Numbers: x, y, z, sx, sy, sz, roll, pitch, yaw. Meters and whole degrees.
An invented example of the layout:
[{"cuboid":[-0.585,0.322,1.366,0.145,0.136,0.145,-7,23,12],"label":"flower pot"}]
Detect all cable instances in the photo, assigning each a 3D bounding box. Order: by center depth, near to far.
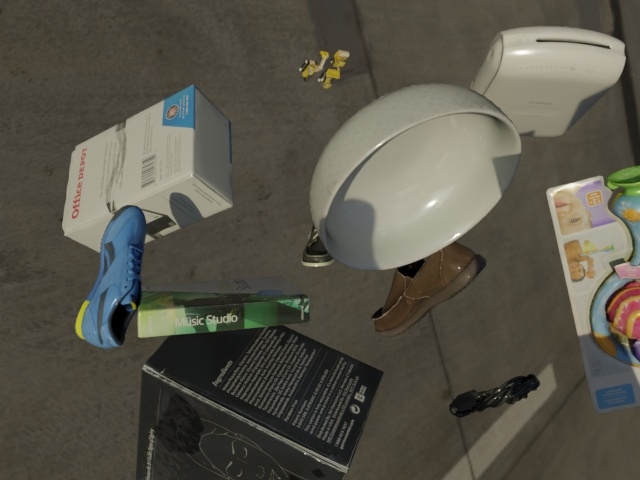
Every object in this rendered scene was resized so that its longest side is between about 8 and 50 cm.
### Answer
[{"cuboid":[0.348,0.301,1.115,0.151,0.184,0.047,7,57,-35],"label":"cable"}]

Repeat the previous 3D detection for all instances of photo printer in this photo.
[{"cuboid":[0.446,-0.324,1.198,0.256,0.307,0.107,4,75,-2],"label":"photo printer"}]

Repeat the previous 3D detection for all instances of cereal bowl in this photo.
[{"cuboid":[0.131,-0.111,0.911,0.339,0.339,0.141,12,41,-44],"label":"cereal bowl"}]

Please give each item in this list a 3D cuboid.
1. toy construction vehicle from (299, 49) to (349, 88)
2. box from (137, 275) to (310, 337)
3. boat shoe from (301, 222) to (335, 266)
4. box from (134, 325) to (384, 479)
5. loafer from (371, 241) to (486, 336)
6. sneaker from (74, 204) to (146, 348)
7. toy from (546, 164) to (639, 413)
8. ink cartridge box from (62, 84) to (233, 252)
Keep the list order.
[{"cuboid":[0.010,-0.334,1.142,0.086,0.098,0.035,-2,68,-36],"label":"toy construction vehicle"},{"cuboid":[-0.206,0.127,1.183,0.322,0.232,0.058,-4,99,-17],"label":"box"},{"cuboid":[0.000,0.000,1.357,0.233,0.084,0.079,-64,151,-68],"label":"boat shoe"},{"cuboid":[-0.162,0.456,1.397,0.297,0.472,0.480,-57,167,-51],"label":"box"},{"cuboid":[0.227,0.102,1.357,0.130,0.366,0.134,49,44,6],"label":"loafer"},{"cuboid":[-0.278,0.051,0.833,0.069,0.082,0.209,37,63,-57],"label":"sneaker"},{"cuboid":[0.294,0.052,0.505,0.056,0.137,0.237,-61,134,-71],"label":"toy"},{"cuboid":[-0.332,-0.128,1.130,0.129,0.307,0.223,42,34,-51],"label":"ink cartridge box"}]
